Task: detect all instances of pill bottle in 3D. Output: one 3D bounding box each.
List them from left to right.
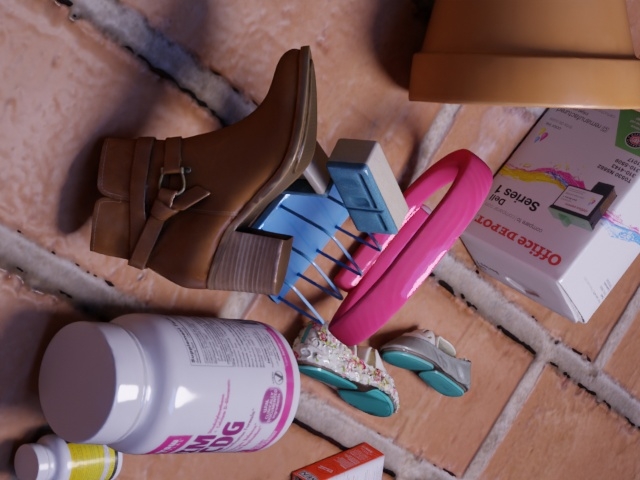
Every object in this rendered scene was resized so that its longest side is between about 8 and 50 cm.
[{"bbox_3d":[-0.291,0.252,1.902,0.116,0.065,0.065,-1,113,-47],"label":"pill bottle"},{"bbox_3d":[-0.172,0.166,1.902,0.283,0.160,0.160,7,107,-47],"label":"pill bottle"}]

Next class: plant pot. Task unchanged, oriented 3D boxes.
[{"bbox_3d":[0.256,-0.266,2.027,0.291,0.291,0.203,-5,100,-45],"label":"plant pot"}]

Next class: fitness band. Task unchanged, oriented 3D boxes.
[{"bbox_3d":[0.108,0.009,2.075,0.054,0.209,0.291,40,79,-12],"label":"fitness band"}]

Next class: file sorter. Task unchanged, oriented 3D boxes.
[{"bbox_3d":[0.000,0.000,2.029,0.170,0.104,0.118,-51,139,-11],"label":"file sorter"}]

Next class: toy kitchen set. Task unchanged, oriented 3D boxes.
[{"bbox_3d":[-0.035,-0.021,1.881,0.166,0.207,0.122,-64,144,-30],"label":"toy kitchen set"}]

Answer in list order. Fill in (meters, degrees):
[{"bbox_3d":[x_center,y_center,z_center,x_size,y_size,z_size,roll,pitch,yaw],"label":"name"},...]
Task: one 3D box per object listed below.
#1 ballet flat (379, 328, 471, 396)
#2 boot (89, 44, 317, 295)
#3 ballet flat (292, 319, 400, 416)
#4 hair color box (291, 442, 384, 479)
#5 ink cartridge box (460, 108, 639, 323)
[{"bbox_3d":[0.147,0.159,2.319,0.213,0.072,0.068,35,58,-51],"label":"ballet flat"},{"bbox_3d":[-0.124,-0.089,1.793,0.109,0.220,0.283,-14,116,-80],"label":"boot"},{"bbox_3d":[0.043,0.167,2.195,0.241,0.091,0.077,39,58,-54],"label":"ballet flat"},{"bbox_3d":[0.023,0.338,2.298,0.141,0.043,0.072,-16,123,-41],"label":"hair color box"},{"bbox_3d":[0.354,-0.053,2.291,0.278,0.201,0.117,-51,139,-11],"label":"ink cartridge box"}]
